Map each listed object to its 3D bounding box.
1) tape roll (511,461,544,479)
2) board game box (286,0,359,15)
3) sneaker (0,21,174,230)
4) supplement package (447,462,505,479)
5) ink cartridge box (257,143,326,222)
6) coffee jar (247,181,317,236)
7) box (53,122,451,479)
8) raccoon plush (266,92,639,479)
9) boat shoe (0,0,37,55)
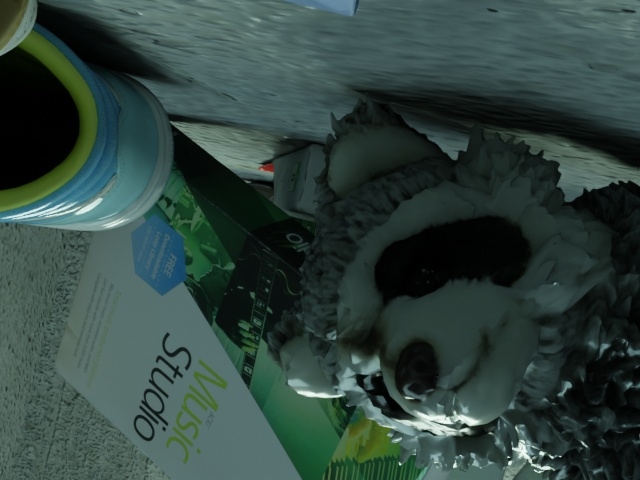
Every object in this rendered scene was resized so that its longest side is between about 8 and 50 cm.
[{"bbox_3d":[0.317,0.198,1.013,0.392,0.392,0.072,17,-147,-48],"label":"tape roll"},{"bbox_3d":[-0.089,-0.104,0.238,0.211,0.039,0.160,13,176,1],"label":"board game box"},{"bbox_3d":[-0.245,-0.076,0.629,0.318,0.127,0.208,4,178,1],"label":"sneaker"},{"bbox_3d":[0.078,0.102,1.040,0.175,0.178,0.293,14,-163,4],"label":"supplement package"},{"bbox_3d":[0.048,-0.021,0.940,0.181,0.056,0.224,15,175,-13],"label":"ink cartridge box"},{"bbox_3d":[0.000,0.000,1.215,0.184,0.079,0.096,16,177,-35],"label":"coffee jar"},{"bbox_3d":[-0.049,0.097,0.871,0.322,0.232,0.058,37,-146,22],"label":"box"},{"bbox_3d":[0.168,0.061,0.692,0.299,0.216,0.446,21,180,25],"label":"raccoon plush"},{"bbox_3d":[-0.234,-0.098,0.403,0.277,0.098,0.096,13,176,-7],"label":"boat shoe"}]
